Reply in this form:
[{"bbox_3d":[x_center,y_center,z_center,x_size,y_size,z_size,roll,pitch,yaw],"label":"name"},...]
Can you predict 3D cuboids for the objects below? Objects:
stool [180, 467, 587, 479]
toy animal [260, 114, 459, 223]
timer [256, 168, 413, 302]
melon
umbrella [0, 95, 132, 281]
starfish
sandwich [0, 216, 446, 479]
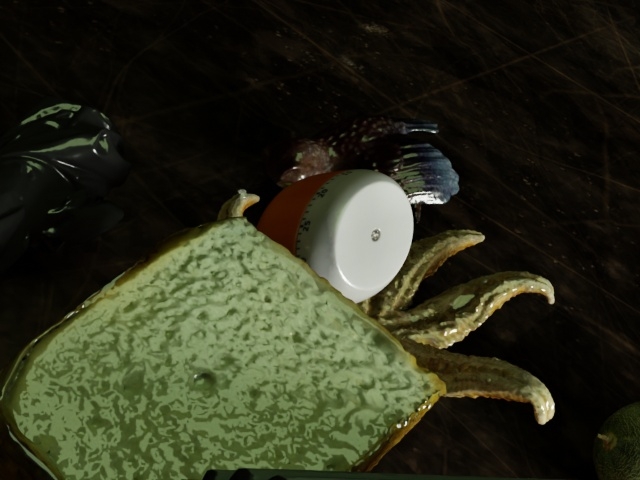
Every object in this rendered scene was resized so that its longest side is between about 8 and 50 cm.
[{"bbox_3d":[0.087,0.259,0.542,0.330,0.297,0.297,8,39,-40],"label":"stool"},{"bbox_3d":[0.026,-0.088,1.081,0.179,0.116,0.218,15,6,-44],"label":"toy animal"},{"bbox_3d":[0.000,0.000,0.858,0.136,0.136,0.099,-35,106,-56],"label":"timer"},{"bbox_3d":[0.310,0.201,0.963,0.167,0.114,0.114,24,33,-15],"label":"melon"},{"bbox_3d":[-0.243,-0.008,0.780,0.118,0.118,0.340,34,31,3],"label":"umbrella"},{"bbox_3d":[0.048,0.062,0.945,0.327,0.094,0.375,22,31,9],"label":"starfish"},{"bbox_3d":[-0.074,0.116,0.718,0.226,0.087,0.251,40,51,10],"label":"sandwich"}]
